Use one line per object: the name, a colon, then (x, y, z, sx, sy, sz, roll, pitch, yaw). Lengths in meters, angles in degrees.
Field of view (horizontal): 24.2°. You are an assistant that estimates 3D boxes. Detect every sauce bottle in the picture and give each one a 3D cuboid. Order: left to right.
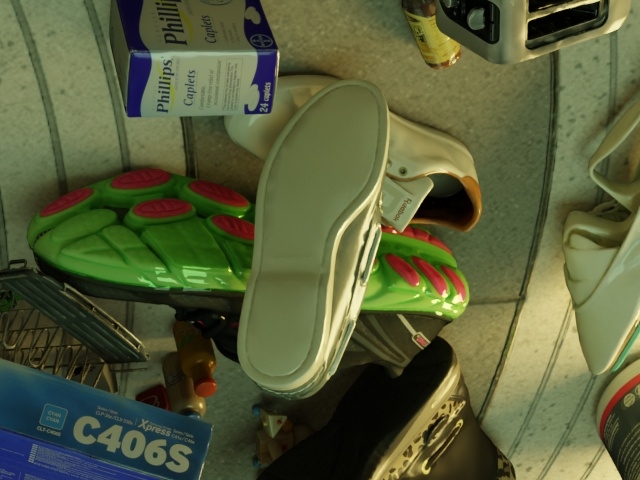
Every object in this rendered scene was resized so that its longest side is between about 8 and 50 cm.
sauce bottle: (0.102, -0.226, 1.460, 0.042, 0.042, 0.128, -24, 129, 4)

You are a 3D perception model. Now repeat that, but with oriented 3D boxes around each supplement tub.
supplement tub: (0.470, 0.282, 1.835, 0.191, 0.272, 0.191, -9, 130, -10)

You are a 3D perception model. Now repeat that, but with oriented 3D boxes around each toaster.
toaster: (0.203, -0.270, 1.388, 0.186, 0.110, 0.168, -19, 131, -20)

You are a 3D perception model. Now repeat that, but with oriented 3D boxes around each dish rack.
dish rack: (-0.317, 0.104, 1.513, 0.272, 0.074, 0.208, -8, 144, 36)

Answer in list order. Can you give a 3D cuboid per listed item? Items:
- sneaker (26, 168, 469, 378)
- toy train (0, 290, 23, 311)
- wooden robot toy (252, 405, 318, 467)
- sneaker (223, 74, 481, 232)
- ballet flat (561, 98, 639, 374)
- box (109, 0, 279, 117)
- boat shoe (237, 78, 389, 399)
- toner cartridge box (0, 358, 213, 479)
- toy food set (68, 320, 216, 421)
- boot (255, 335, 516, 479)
sneaker: (-0.073, 0.063, 1.554, 0.483, 0.185, 0.202, 13, 120, -24)
toy train: (-0.337, 0.066, 1.587, 0.083, 0.017, 0.024, -32, 141, 11)
wooden robot toy: (-0.034, 0.257, 1.804, 0.079, 0.076, 0.173, -15, 132, -19)
sneaker: (0.044, -0.081, 1.510, 0.290, 0.123, 0.106, 14, 125, -24)
ballet flat: (0.342, -0.035, 1.650, 0.139, 0.139, 0.400, 9, 121, -23)
box: (-0.119, -0.179, 1.376, 0.137, 0.126, 0.072, -3, 130, -15)
boat shoe: (0.000, 0.000, 1.426, 0.116, 0.319, 0.099, 7, 160, 20)
toner cartridge box: (-0.294, 0.193, 1.510, 0.348, 0.075, 0.165, 18, 149, -7)
toy food set: (-0.212, 0.188, 1.666, 0.232, 0.104, 0.111, -24, 131, 4)
boot: (0.072, 0.322, 1.789, 0.377, 0.138, 0.284, -50, 135, -14)
